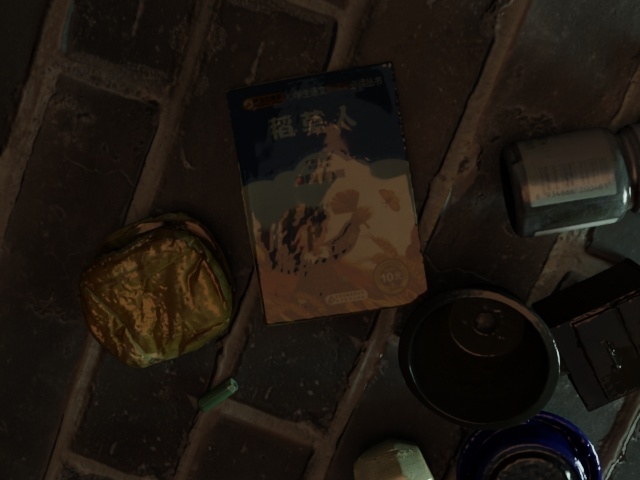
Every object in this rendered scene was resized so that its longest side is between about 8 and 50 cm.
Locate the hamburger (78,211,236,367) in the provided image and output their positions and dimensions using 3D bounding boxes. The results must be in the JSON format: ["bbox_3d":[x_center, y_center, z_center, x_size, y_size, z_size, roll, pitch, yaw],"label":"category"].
[{"bbox_3d":[-0.300,0.090,1.429,0.283,0.144,0.259,-19,104,5],"label":"hamburger"}]

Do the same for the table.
[{"bbox_3d":[0.501,0.162,1.348,0.193,0.172,0.169,-26,99,10],"label":"table"}]

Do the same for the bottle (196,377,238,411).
[{"bbox_3d":[-0.199,0.299,1.518,0.083,0.030,0.030,-35,97,10],"label":"bottle"}]

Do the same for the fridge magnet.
[{"bbox_3d":[0.385,0.441,1.450,0.265,0.112,0.265,2,102,7],"label":"fridge magnet"}]

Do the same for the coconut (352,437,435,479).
[{"bbox_3d":[0.129,0.456,1.458,0.162,0.161,0.161,-26,99,1],"label":"coconut"}]

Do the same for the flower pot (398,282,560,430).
[{"bbox_3d":[0.279,0.175,1.363,0.269,0.166,0.269,6,113,14],"label":"flower pot"}]

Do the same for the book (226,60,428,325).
[{"bbox_3d":[0.013,-0.079,1.376,0.300,0.039,0.428,-9,90,7],"label":"book"}]

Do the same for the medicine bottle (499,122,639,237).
[{"bbox_3d":[0.448,-0.104,1.303,0.273,0.165,0.165,-10,101,6],"label":"medicine bottle"}]
